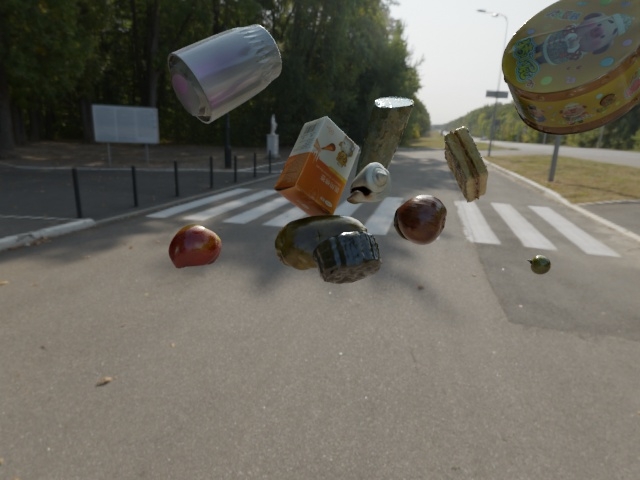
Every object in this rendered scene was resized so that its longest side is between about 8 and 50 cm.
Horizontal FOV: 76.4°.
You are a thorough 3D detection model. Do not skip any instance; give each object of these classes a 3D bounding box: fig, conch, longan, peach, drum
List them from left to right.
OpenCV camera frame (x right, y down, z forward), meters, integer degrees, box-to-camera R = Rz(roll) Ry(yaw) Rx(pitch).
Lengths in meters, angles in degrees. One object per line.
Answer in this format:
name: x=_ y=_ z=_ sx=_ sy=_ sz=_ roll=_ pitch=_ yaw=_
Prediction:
peach: x=-0.497 y=0.035 z=1.618 sx=0.190 sy=0.192 sz=0.190 roll=30 pitch=-5 yaw=3
conch: x=0.113 y=-0.141 z=1.053 sx=0.094 sy=0.104 sz=0.176 roll=15 pitch=-13 yaw=-38
fig: x=0.371 y=-0.076 z=1.535 sx=0.205 sy=0.205 sz=0.205 roll=2 pitch=14 yaw=0
longan: x=0.829 y=0.092 z=1.546 sx=0.083 sy=0.075 sz=0.075 roll=20 pitch=21 yaw=25
drum: x=0.832 y=-0.581 z=1.333 sx=0.431 sy=0.431 sz=0.214 roll=16 pitch=-13 yaw=44

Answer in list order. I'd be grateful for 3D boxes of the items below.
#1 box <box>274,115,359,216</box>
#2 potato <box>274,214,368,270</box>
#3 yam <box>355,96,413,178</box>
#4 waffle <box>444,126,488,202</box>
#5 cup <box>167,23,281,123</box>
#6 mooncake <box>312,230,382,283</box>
box: x=-0.009 y=-0.287 z=1.639 sx=0.225 sy=0.341 sz=0.143 roll=35 pitch=-22 yaw=-35
potato: x=0.000 y=0.000 z=1.552 sx=0.369 sy=0.176 sz=0.195 roll=-12 pitch=31 yaw=8
yam: x=0.204 y=-0.335 z=1.406 sx=0.133 sy=0.330 sz=0.133 roll=15 pitch=25 yaw=-7
waffle: x=0.672 y=-0.336 z=1.883 sx=0.114 sy=0.261 sz=0.376 roll=-22 pitch=-15 yaw=15
cup: x=-0.345 y=-0.619 z=1.484 sx=0.371 sy=0.253 sz=0.253 roll=-39 pitch=32 yaw=-21
mooncake: x=0.092 y=0.070 z=1.366 sx=0.228 sy=0.124 sz=0.228 roll=-13 pitch=-23 yaw=-6
